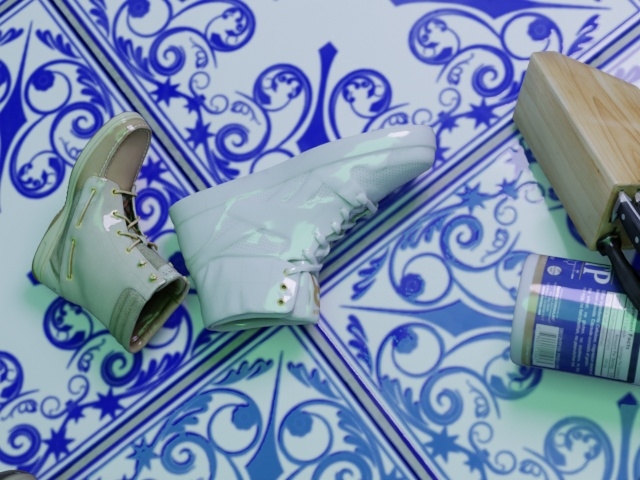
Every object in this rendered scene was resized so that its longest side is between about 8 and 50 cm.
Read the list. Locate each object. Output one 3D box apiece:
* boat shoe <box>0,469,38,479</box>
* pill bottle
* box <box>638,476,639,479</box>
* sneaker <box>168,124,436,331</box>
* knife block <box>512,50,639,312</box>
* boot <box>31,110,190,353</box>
[{"bbox_3d":[-0.312,0.375,1.277,0.120,0.122,0.324,18,74,17],"label":"boat shoe"},{"bbox_3d":[0.282,0.080,1.325,0.187,0.112,0.112,9,76,12],"label":"pill bottle"},{"bbox_3d":[0.314,0.325,1.256,0.158,0.093,0.156,36,83,19],"label":"box"},{"bbox_3d":[0.000,0.000,1.413,0.292,0.108,0.169,-21,72,14],"label":"sneaker"},{"bbox_3d":[0.277,-0.050,1.313,0.276,0.088,0.242,27,43,16],"label":"knife block"},{"bbox_3d":[-0.195,-0.009,1.425,0.165,0.077,0.213,35,104,30],"label":"boot"}]
